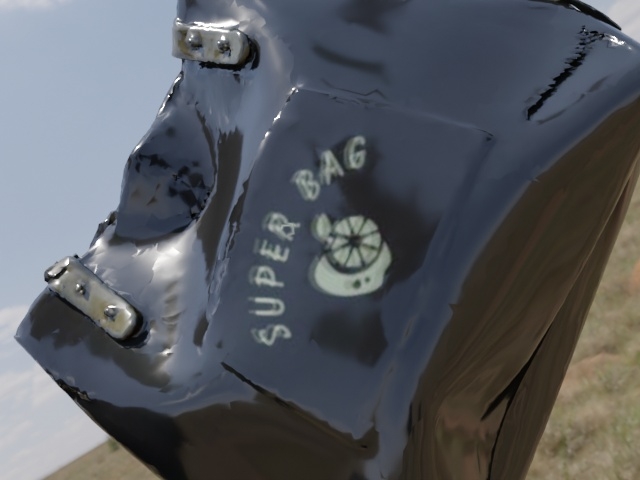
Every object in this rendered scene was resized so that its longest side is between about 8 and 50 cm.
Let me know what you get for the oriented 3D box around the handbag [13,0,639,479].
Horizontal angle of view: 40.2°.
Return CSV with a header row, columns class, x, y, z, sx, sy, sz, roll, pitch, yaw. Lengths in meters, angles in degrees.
class,x,y,z,sx,sy,sz,roll,pitch,yaw
handbag,0.000,0.000,0.474,0.342,0.288,0.152,-66,-19,-5
